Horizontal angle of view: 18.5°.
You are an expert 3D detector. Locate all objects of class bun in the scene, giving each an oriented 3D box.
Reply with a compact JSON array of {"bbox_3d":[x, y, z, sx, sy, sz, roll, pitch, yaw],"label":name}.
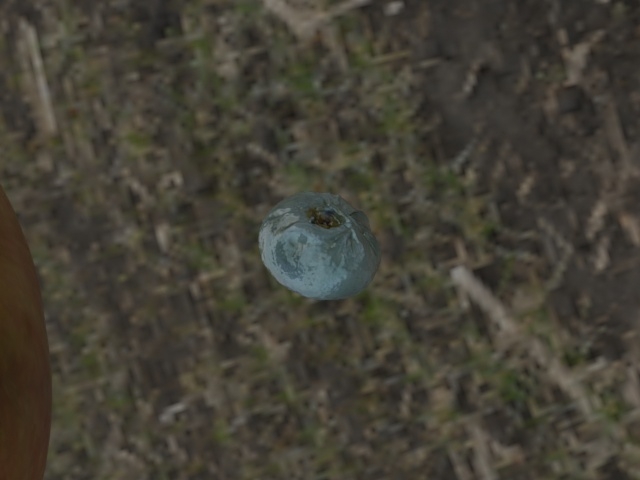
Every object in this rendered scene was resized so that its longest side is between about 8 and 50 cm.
[{"bbox_3d":[0.000,0.000,1.227,0.083,0.083,0.045,51,141,31],"label":"bun"}]

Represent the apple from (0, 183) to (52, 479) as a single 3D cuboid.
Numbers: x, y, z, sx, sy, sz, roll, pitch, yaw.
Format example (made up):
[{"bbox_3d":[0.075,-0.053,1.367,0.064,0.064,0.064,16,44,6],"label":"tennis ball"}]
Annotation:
[{"bbox_3d":[-0.329,0.086,1.054,0.346,0.391,0.391,-53,59,33],"label":"apple"}]
